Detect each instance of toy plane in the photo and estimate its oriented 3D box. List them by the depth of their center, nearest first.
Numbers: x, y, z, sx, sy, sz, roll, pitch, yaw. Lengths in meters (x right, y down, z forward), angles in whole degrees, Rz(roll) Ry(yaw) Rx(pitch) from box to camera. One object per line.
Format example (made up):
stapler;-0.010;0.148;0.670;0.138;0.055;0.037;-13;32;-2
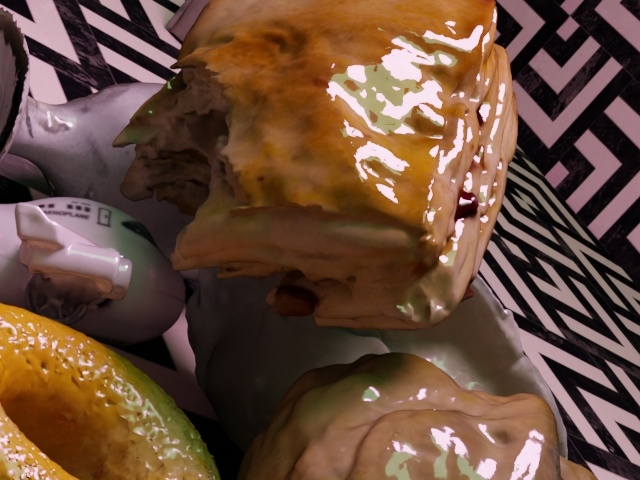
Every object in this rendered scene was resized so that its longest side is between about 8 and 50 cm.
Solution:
toy plane;-0.223;0.014;1.004;0.252;0.118;0.252;13;-13;3

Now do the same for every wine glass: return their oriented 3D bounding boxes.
wine glass;-0.193;-0.077;1.261;0.357;0.190;0.190;18;27;-41

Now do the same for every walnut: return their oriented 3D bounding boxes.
walnut;0.073;0.220;0.922;0.282;0.253;0.277;10;16;7

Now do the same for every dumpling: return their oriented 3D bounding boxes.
dumpling;0.043;0.149;1.148;0.321;0.270;0.211;25;61;-21

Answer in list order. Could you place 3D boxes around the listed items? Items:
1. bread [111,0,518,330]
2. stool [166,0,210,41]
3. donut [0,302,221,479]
bread;-0.006;-0.087;1.046;0.314;0.191;0.370;5;30;20
stool;-0.073;-0.332;2.176;0.243;0.170;0.270;43;17;3
donut;-0.175;0.147;0.851;0.277;0.108;0.277;37;17;-13
